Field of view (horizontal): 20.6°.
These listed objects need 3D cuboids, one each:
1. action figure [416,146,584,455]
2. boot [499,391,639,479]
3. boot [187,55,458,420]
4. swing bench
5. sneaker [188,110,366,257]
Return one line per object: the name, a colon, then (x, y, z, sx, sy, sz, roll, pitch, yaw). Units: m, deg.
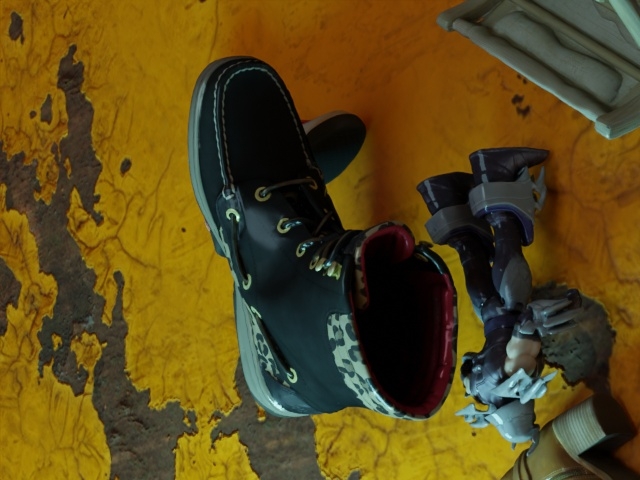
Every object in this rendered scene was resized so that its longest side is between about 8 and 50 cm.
action figure: (0.172, 0.060, 1.635, 0.185, 0.099, 0.285, -35, 57, 54)
boot: (0.237, 0.252, 1.581, 0.152, 0.073, 0.197, -48, 41, 39)
boot: (0.000, 0.000, 1.702, 0.284, 0.138, 0.377, 2, 102, 63)
swing bench: (0.213, -0.266, 1.529, 0.253, 0.165, 0.254, 41, 159, 43)
sneaker: (-0.060, -0.106, 1.958, 0.270, 0.090, 0.145, -45, 57, 45)
